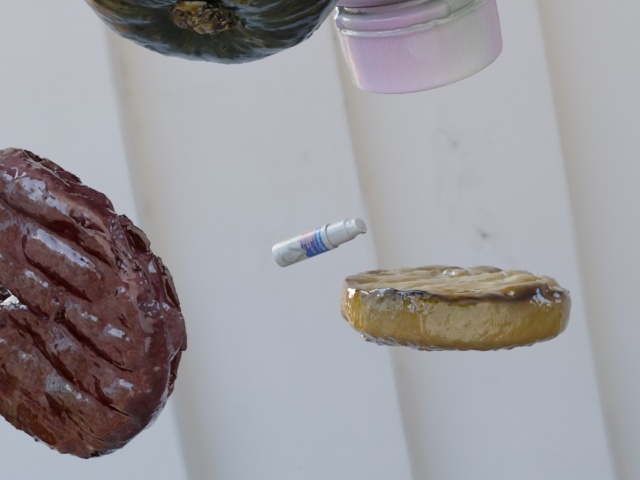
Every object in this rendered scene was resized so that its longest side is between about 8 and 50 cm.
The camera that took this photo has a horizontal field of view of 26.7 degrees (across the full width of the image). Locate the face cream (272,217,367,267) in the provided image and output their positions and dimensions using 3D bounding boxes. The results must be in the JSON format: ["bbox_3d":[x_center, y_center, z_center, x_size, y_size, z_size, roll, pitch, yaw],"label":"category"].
[{"bbox_3d":[0.000,0.000,1.698,0.130,0.034,0.034,-20,-1,31],"label":"face cream"}]

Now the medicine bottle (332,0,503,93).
[{"bbox_3d":[0.097,-0.352,1.630,0.241,0.302,0.241,-13,27,7],"label":"medicine bottle"}]

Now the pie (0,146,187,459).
[{"bbox_3d":[-0.180,0.048,0.904,0.054,0.204,0.218,-37,-14,-48],"label":"pie"}]

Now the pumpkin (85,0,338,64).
[{"bbox_3d":[-0.083,-0.226,1.012,0.224,0.157,0.223,4,-24,2],"label":"pumpkin"}]

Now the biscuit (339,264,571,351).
[{"bbox_3d":[0.170,0.089,1.720,0.296,0.102,0.296,1,7,0],"label":"biscuit"}]
